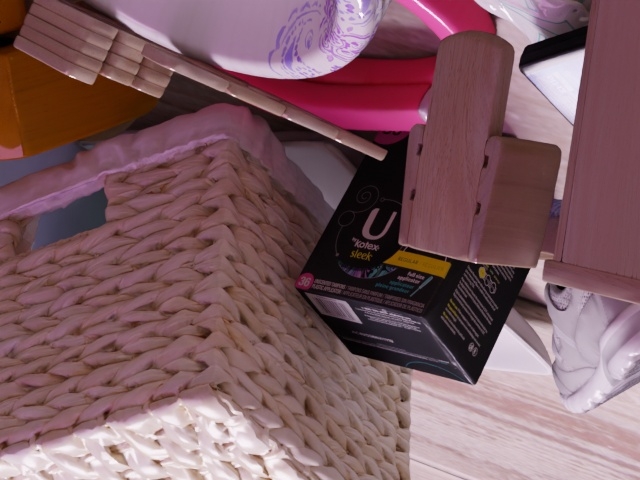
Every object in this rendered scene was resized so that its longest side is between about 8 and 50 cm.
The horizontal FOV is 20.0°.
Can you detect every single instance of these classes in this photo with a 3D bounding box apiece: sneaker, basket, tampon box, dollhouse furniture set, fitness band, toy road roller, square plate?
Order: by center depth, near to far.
[{"bbox_3d":[0.257,-0.063,0.995,0.303,0.198,0.286,5,-174,-37],"label":"dollhouse furniture set"},{"bbox_3d":[0.152,-0.134,1.097,0.152,0.054,0.061,37,155,-21],"label":"sneaker"},{"bbox_3d":[-0.014,-0.157,1.257,0.290,0.054,0.209,5,149,45],"label":"fitness band"},{"bbox_3d":[0.081,0.005,1.364,0.120,0.161,0.101,11,153,36],"label":"tampon box"},{"bbox_3d":[-0.300,-0.174,1.384,0.202,0.329,0.241,8,110,43],"label":"toy road roller"},{"bbox_3d":[0.230,0.056,1.437,0.115,0.105,0.281,60,169,13],"label":"sneaker"},{"bbox_3d":[-0.127,0.118,1.452,0.328,0.266,0.331,-19,138,22],"label":"basket"},{"bbox_3d":[0.000,0.000,1.622,0.347,0.049,0.344,5,150,48],"label":"square plate"}]

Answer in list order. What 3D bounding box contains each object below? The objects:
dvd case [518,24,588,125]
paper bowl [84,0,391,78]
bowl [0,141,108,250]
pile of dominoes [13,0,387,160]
[{"bbox_3d":[0.263,-0.083,1.043,0.253,0.022,0.180,-14,134,44],"label":"dvd case"},{"bbox_3d":[-0.068,-0.230,1.014,0.284,0.148,0.284,24,160,9],"label":"paper bowl"},{"bbox_3d":[-0.236,0.027,1.741,0.311,0.163,0.311,37,171,7],"label":"bowl"},{"bbox_3d":[-0.099,-0.106,1.211,0.196,0.040,0.251,29,-175,38],"label":"pile of dominoes"}]
